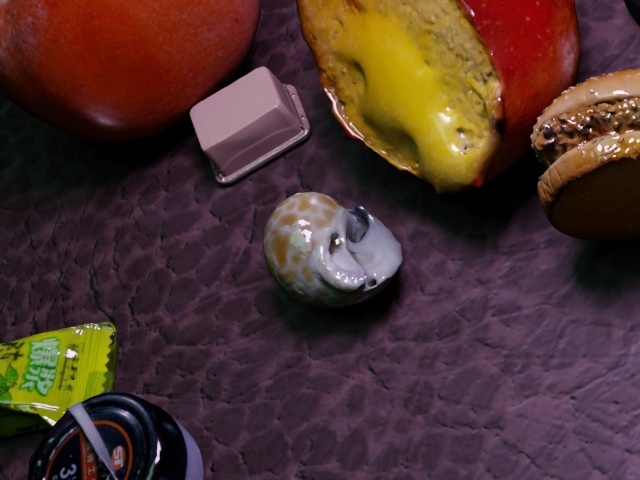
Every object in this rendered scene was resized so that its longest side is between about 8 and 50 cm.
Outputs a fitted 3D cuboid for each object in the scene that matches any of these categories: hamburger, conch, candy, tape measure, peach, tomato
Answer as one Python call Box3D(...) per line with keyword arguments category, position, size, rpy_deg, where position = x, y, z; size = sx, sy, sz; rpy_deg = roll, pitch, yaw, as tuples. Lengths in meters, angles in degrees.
Box3D(category="hamburger", position=(0.277, -0.083, 1.688), size=(0.182, 0.191, 0.118), rpy_deg=(-47, 47, 46))
Box3D(category="conch", position=(0.001, 0.012, 1.861), size=(0.173, 0.106, 0.116), rpy_deg=(26, 54, 22))
Box3D(category="candy", position=(-0.340, 0.163, 1.982), size=(0.246, 0.069, 0.149), rpy_deg=(-14, 50, 21))
Box3D(category="tape measure", position=(-0.204, 0.245, 1.817), size=(0.181, 0.107, 0.182), rpy_deg=(-22, 50, 20))
Box3D(category="peach", position=(0.116, -0.202, 1.835), size=(0.281, 0.281, 0.338), rpy_deg=(-17, 51, 20))
Box3D(category="tomato", position=(-0.226, -0.275, 2.090), size=(0.341, 0.273, 0.341), rpy_deg=(-36, 32, 28))

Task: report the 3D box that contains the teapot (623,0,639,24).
Box3D(category="teapot", position=(0.344, -0.260, 1.826), size=(0.087, 0.096, 0.177), rpy_deg=(-34, 34, 6))

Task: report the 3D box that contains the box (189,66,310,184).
Box3D(category="box", position=(-0.081, -0.130, 2.033), size=(0.122, 0.062, 0.089), rpy_deg=(-29, 48, 10))
